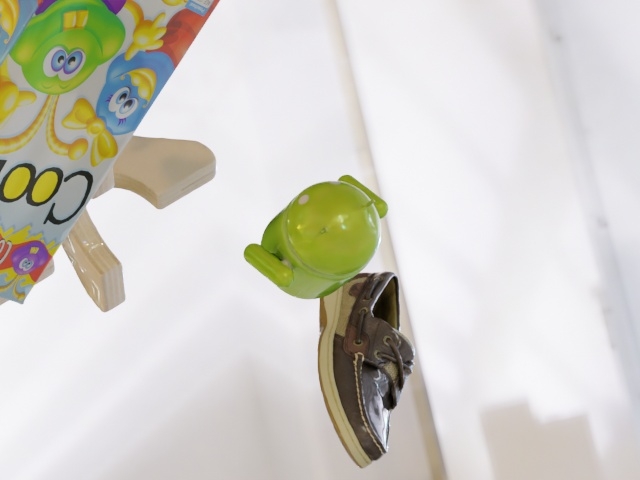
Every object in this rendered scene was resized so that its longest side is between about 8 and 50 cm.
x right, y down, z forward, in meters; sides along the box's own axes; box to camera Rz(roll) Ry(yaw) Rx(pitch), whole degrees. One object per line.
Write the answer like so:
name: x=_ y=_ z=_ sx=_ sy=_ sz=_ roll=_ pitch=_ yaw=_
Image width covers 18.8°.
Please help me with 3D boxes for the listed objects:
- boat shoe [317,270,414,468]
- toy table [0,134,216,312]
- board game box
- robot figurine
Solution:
boat shoe: x=0.042 y=0.097 z=1.629 sx=0.073 sy=0.223 sz=0.080 roll=-21 pitch=-56 yaw=12
toy table: x=-0.237 y=-0.060 z=1.773 sx=0.274 sy=0.161 sz=0.252 roll=-39 pitch=-26 yaw=-13
board game box: x=-0.213 y=-0.117 z=1.321 sx=0.144 sy=0.142 sz=0.275 roll=21 pitch=-74 yaw=-52
robot figurine: x=0.000 y=0.000 z=1.298 sx=0.101 sy=0.067 sz=0.115 roll=-34 pitch=-3 yaw=-25
